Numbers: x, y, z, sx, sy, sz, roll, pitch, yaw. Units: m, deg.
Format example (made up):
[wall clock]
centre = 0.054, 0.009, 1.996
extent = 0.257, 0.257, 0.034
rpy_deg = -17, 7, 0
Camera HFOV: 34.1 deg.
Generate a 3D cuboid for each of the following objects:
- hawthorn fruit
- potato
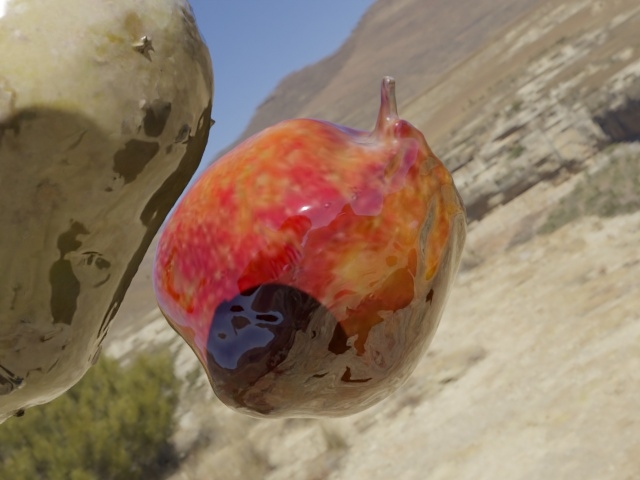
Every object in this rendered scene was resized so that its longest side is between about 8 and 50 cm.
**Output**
[hawthorn fruit]
centre = 0.000, 0.000, 0.732
extent = 0.248, 0.208, 0.208
rpy_deg = -60, -13, 28
[potato]
centre = -0.155, -0.027, 0.500
extent = 0.262, 0.165, 0.165
rpy_deg = -63, -8, 14
